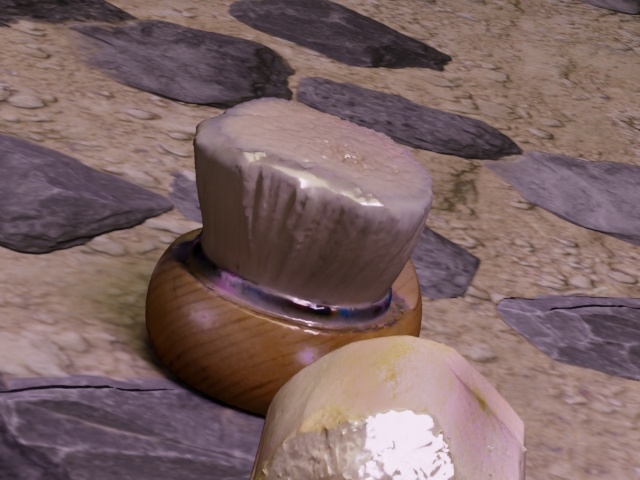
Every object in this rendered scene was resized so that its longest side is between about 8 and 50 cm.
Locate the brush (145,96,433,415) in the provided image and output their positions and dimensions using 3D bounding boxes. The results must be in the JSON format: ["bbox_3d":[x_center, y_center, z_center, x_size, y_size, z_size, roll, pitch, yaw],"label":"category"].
[{"bbox_3d":[0.000,0.000,1.253,0.174,0.166,0.266,21,18,14],"label":"brush"}]

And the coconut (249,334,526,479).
[{"bbox_3d":[0.032,0.129,0.958,0.147,0.147,0.153,17,22,2],"label":"coconut"}]
